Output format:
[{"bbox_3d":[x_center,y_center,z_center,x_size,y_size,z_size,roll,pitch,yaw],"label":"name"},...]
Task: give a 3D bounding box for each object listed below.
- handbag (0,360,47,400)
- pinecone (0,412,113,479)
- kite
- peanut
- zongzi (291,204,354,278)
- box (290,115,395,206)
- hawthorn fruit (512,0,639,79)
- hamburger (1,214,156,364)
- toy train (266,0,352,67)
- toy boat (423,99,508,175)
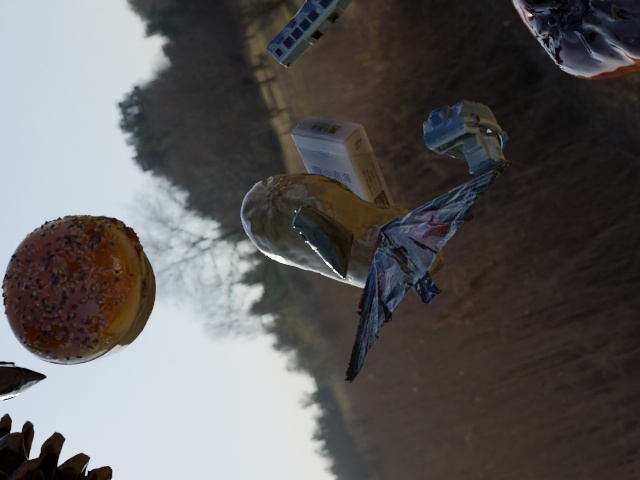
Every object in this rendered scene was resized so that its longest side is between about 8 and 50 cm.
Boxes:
[{"bbox_3d":[-0.630,0.249,1.818,0.211,0.254,0.089,-2,-94,-46],"label":"handbag"},{"bbox_3d":[-0.373,0.365,1.346,0.309,0.244,0.244,44,168,24],"label":"pinecone"},{"bbox_3d":[0.111,0.018,1.263,0.016,0.321,0.234,34,-171,-20],"label":"kite"},{"bbox_3d":[0.041,-0.019,1.906,0.192,0.387,0.170,93,-162,-53],"label":"peanut"},{"bbox_3d":[0.000,0.000,1.632,0.109,0.055,0.119,32,-153,-13],"label":"zongzi"},{"bbox_3d":[0.051,-0.132,2.121,0.155,0.067,0.243,15,141,41],"label":"box"},{"bbox_3d":[0.409,-0.364,1.333,0.308,0.324,0.308,62,168,22],"label":"hawthorn fruit"},{"bbox_3d":[-0.457,0.088,1.965,0.176,0.300,0.300,47,-157,-69],"label":"hamburger"},{"bbox_3d":[0.014,-0.311,1.348,0.047,0.207,0.043,46,-168,12],"label":"toy train"},{"bbox_3d":[0.228,-0.137,1.561,0.215,0.088,0.102,7,-119,-61],"label":"toy boat"}]
